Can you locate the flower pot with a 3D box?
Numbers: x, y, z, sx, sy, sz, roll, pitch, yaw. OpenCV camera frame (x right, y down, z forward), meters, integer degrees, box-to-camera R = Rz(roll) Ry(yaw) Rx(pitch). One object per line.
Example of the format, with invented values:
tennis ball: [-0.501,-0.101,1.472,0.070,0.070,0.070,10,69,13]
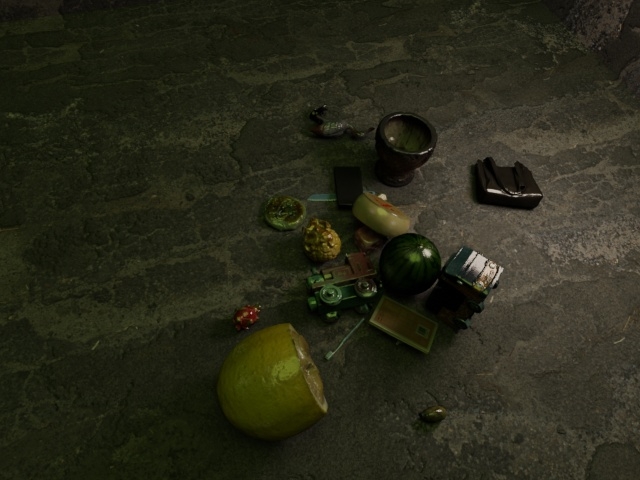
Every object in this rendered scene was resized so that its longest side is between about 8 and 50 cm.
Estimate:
flower pot: [0.360,-0.394,2.085,0.266,0.267,0.267,3,60,-5]

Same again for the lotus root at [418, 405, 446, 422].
lotus root: [0.387,0.602,1.602,0.099,0.054,0.049,-4,38,-10]

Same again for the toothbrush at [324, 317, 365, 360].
toothbrush: [0.094,0.366,1.737,0.019,0.016,0.219,36,62,25]

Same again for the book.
book: [0.317,0.314,1.762,0.241,0.018,0.170,27,39,11]

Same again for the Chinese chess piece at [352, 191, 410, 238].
Chinese chess piece: [0.252,-0.103,1.917,0.250,0.097,0.251,28,17,-9]

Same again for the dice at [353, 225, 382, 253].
dice: [0.197,-0.005,1.930,0.094,0.091,0.093,-22,63,-20]

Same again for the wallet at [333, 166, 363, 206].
wallet: [0.129,-0.244,2.092,0.124,0.025,0.245,-1,51,-3]

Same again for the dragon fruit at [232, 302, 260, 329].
dragon fruit: [-0.269,0.278,1.714,0.116,0.081,0.086,-25,54,-19]

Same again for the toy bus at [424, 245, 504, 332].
toy bus: [0.522,0.182,1.718,0.194,0.324,0.162,35,61,18]

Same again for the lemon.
lemon: [-0.168,0.462,1.475,0.363,0.364,0.365,3,58,-5]

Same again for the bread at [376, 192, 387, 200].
bread: [0.259,-0.176,2.076,0.088,0.034,0.049,-40,85,-21]

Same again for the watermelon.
watermelon: [0.345,0.090,1.799,0.242,0.242,0.243,3,58,-5]

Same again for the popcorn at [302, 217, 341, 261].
popcorn: [0.000,0.000,1.867,0.170,0.180,0.180,20,50,-37]

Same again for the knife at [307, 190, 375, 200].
knife: [0.094,-0.197,2.084,0.312,0.019,0.045,-3,60,-6]

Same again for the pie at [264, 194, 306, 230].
pie: [-0.153,-0.121,1.993,0.186,0.041,0.187,3,60,-4]

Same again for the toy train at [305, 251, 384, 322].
toy train: [0.082,0.174,1.788,0.304,0.150,0.222,-12,50,-12]

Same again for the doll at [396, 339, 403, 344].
doll: [0.318,0.359,1.753,0.114,0.039,0.057,-32,95,-33]

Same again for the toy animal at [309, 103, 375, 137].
toy animal: [0.082,-0.554,2.254,0.323,0.090,0.195,25,59,11]

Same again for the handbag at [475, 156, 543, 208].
handbag: [0.868,-0.276,2.165,0.285,0.114,0.257,6,51,-2]
